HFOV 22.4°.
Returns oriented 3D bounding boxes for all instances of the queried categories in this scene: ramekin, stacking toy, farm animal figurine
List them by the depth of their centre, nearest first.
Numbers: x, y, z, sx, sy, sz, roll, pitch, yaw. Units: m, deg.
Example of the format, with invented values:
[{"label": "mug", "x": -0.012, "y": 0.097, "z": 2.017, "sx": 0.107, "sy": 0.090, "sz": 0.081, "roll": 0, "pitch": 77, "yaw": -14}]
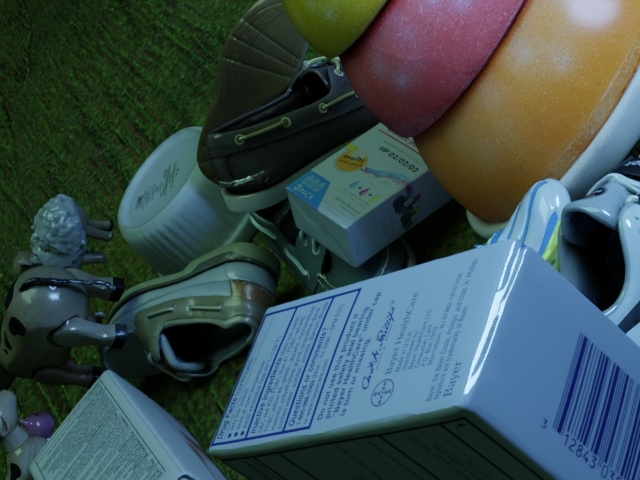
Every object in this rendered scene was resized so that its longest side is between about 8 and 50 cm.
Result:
[{"label": "stacking toy", "x": 0.078, "y": -0.245, "z": 1.510, "sx": 0.350, "sy": 0.480, "sz": 0.350, "roll": -55, "pitch": 15, "yaw": 23}, {"label": "farm animal figurine", "x": -0.344, "y": 0.153, "z": 1.909, "sx": 0.330, "sy": 0.172, "sz": 0.326, "roll": -110, "pitch": 35, "yaw": -49}, {"label": "ramekin", "x": -0.168, "y": -0.050, "z": 2.090, "sx": 0.207, "sy": 0.109, "sz": 0.207, "roll": -36, "pitch": 32, "yaw": 27}]

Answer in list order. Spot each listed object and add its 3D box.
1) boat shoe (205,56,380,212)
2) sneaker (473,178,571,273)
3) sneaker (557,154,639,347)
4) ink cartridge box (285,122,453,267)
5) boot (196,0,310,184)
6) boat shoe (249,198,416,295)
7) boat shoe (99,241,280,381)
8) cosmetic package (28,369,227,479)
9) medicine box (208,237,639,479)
[{"label": "boat shoe", "x": 0.003, "y": -0.152, "z": 1.851, "sx": 0.324, "sy": 0.096, "sz": 0.117, "roll": -36, "pitch": 26, "yaw": -28}, {"label": "sneaker", "x": 0.132, "y": 0.050, "z": 1.419, "sx": 0.091, "sy": 0.126, "sz": 0.240, "roll": -113, "pitch": 39, "yaw": -70}, {"label": "sneaker", "x": 0.277, "y": -0.020, "z": 1.352, "sx": 0.122, "sy": 0.146, "sz": 0.330, "roll": -15, "pitch": 43, "yaw": 51}, {"label": "ink cartridge box", "x": 0.068, "y": -0.062, "z": 1.702, "sx": 0.181, "sy": 0.061, "sz": 0.104, "roll": -35, "pitch": 45, "yaw": -21}, {"label": "boot", "x": -0.047, "y": -0.205, "z": 1.984, "sx": 0.203, "sy": 0.095, "sz": 0.262, "roll": -39, "pitch": -26, "yaw": -59}, {"label": "boat shoe", "x": 0.000, "y": 0.000, "z": 1.787, "sx": 0.116, "sy": 0.099, "sz": 0.319, "roll": -51, "pitch": 27, "yaw": 0}, {"label": "boat shoe", "x": -0.167, "y": 0.106, "z": 1.897, "sx": 0.302, "sy": 0.113, "sz": 0.103, "roll": -34, "pitch": 37, "yaw": 42}, {"label": "cosmetic package", "x": -0.188, "y": 0.274, "z": 1.713, "sx": 0.153, "sy": 0.129, "sz": 0.296, "roll": -50, "pitch": 27, "yaw": 0}, {"label": "medicine box", "x": 0.112, "y": 0.154, "z": 1.258, "sx": 0.289, "sy": 0.263, "sz": 0.149, "roll": -17, "pitch": 43, "yaw": 47}]
